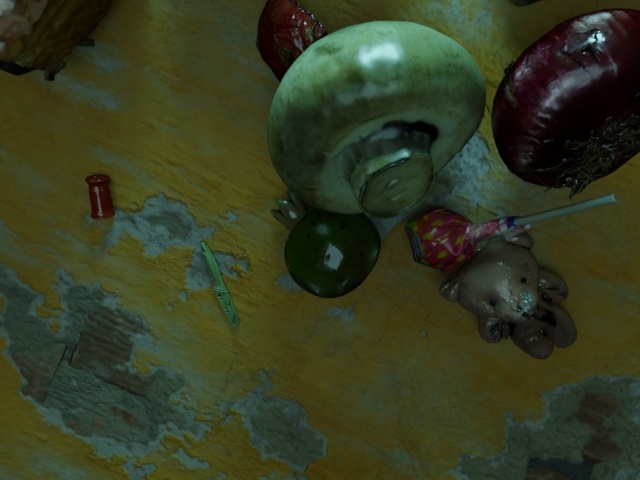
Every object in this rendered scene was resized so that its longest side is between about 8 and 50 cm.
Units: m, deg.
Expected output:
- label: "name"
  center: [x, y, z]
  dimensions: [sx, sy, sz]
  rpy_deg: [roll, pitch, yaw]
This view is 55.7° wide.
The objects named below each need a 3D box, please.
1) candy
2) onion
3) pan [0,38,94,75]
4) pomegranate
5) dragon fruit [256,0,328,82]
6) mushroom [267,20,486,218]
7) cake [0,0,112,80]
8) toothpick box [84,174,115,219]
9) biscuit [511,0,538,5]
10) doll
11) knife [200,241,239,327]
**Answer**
- label: "candy"
  center: [0.317, -0.029, 1.047]
  dimensions: [0.366, 0.124, 0.124]
  rpy_deg: [-17, 112, 38]
- label: "onion"
  center: [0.410, -0.229, 0.954]
  dimensions: [0.314, 0.232, 0.313]
  rpy_deg: [-16, 149, -10]
- label: "pan"
  center: [-0.523, -0.372, 1.072]
  dimensions: [0.202, 0.048, 0.128]
  rpy_deg: [-17, 109, 11]
- label: "pomegranate"
  center: [0.001, -0.001, 1.129]
  dimensions: [0.225, 0.187, 0.187]
  rpy_deg: [41, 113, 18]
- label: "dragon fruit"
  center: [-0.058, -0.331, 0.998]
  dimensions: [0.121, 0.161, 0.127]
  rpy_deg: [31, 101, -10]
- label: "mushroom"
  center: [0.087, -0.181, 0.955]
  dimensions: [0.353, 0.260, 0.352]
  rpy_deg: [-13, 148, -8]
- label: "cake"
  center: [-0.472, -0.455, 0.887]
  dimensions: [0.307, 0.293, 0.314]
  rpy_deg: [39, 94, -10]
- label: "toothpick box"
  center: [-0.431, -0.087, 1.185]
  dimensions: [0.047, 0.047, 0.083]
  rpy_deg: [1, 112, 4]
- label: "biscuit"
  center: [0.407, -0.504, 0.903]
  dimensions: [0.291, 0.062, 0.236]
  rpy_deg: [-17, 128, 10]
- label: "doll"
  center: [0.389, 0.135, 1.155]
  dimensions: [0.201, 0.156, 0.303]
  rpy_deg: [-41, 108, 13]
- label: "knife"
  center: [-0.212, 0.095, 1.260]
  dimensions: [0.030, 0.014, 0.207]
  rpy_deg: [-16, 111, 9]
